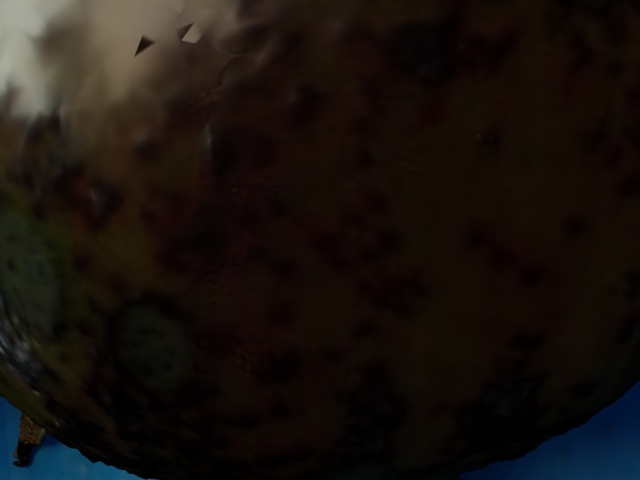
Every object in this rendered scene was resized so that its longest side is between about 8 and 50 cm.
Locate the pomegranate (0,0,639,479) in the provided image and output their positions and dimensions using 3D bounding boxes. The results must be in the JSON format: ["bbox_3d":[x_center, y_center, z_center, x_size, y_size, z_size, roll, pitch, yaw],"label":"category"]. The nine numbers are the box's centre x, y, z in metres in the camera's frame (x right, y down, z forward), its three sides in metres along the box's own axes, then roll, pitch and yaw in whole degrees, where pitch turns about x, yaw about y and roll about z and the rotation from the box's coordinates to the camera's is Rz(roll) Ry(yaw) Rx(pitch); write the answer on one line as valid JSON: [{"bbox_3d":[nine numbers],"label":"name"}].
[{"bbox_3d":[0.000,0.000,0.488,0.285,0.285,0.340,11,113,35],"label":"pomegranate"}]

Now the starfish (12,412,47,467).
[{"bbox_3d":[-0.094,0.049,0.642,0.130,0.041,0.133,-46,56,15],"label":"starfish"}]
